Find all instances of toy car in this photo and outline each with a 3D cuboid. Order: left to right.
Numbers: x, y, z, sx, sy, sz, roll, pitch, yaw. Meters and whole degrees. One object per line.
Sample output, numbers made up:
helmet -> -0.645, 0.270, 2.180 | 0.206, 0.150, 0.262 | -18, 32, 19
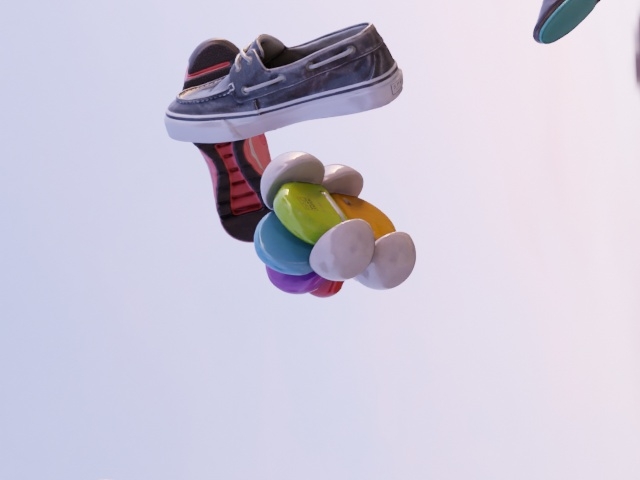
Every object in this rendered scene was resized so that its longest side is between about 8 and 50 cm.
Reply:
toy car -> 0.000, 0.000, 1.804 | 0.182, 0.136, 0.159 | 14, -146, -54

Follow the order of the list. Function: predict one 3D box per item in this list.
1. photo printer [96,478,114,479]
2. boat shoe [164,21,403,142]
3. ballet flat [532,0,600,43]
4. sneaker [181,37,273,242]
photo printer -> -0.269, 0.440, 1.743 | 0.307, 0.107, 0.256 | -54, -30, -44
boat shoe -> -0.058, -0.213, 2.153 | 0.121, 0.335, 0.119 | -63, -42, -59
ballet flat -> 0.334, -0.329, 2.100 | 0.074, 0.203, 0.074 | 50, 180, -1
sneaker -> -0.137, -0.156, 2.460 | 0.136, 0.116, 0.314 | -99, -2, -66
